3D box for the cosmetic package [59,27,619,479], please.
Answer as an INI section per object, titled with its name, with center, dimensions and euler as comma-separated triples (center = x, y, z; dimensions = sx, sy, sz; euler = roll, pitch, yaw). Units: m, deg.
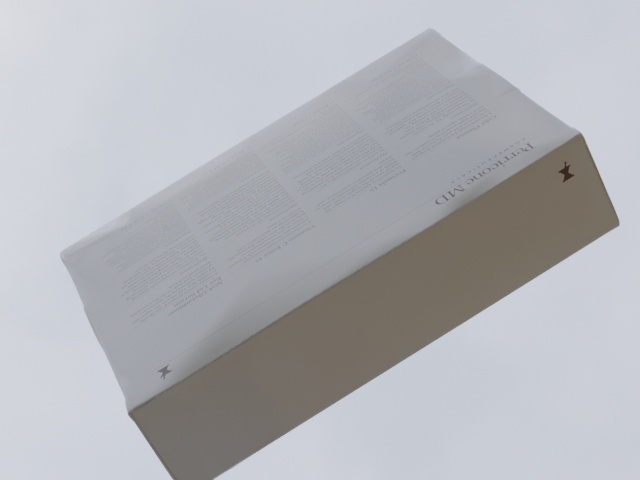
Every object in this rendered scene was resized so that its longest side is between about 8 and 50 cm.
[cosmetic package]
center = 0.000, 0.000, 1.224
dimensions = 0.377, 0.284, 0.097
euler = -31, -63, -4
